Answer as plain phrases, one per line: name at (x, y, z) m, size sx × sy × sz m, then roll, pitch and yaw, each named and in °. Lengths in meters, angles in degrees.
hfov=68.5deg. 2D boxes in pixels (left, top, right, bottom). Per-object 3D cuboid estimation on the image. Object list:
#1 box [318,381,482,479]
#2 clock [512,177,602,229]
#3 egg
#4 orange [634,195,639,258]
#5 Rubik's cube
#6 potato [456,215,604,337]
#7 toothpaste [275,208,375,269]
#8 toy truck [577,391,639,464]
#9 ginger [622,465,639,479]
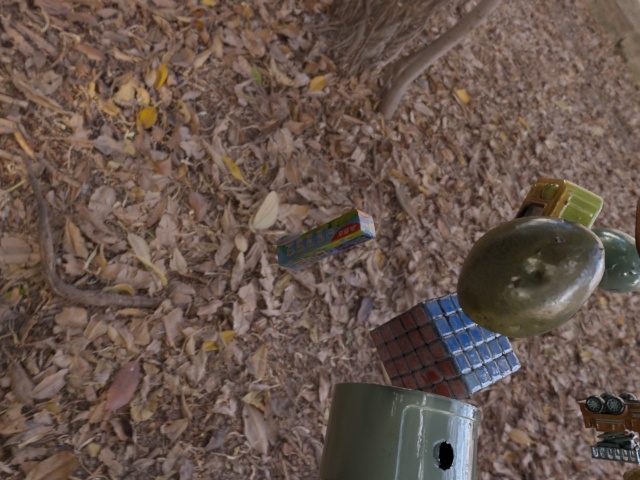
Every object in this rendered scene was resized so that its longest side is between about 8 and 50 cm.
box at (0.118, 0.312, 0.698) m, size 0.226 × 0.226 × 0.149 m, roll 25°, pitch 62°, yaw -29°
clock at (0.432, -0.015, 0.912) m, size 0.096 × 0.202 × 0.143 m, roll 24°, pitch 9°, yaw -5°
egg at (0.834, 0.056, 1.352) m, size 0.169 × 0.169 × 0.236 m, roll 40°, pitch 18°, yaw -18°
orange at (0.332, -0.010, 0.361) m, size 0.134 × 0.155 × 0.154 m, roll -5°, pitch 72°, yaw -63°
Rubik's cube at (0.313, 0.273, 1.196) m, size 0.237 × 0.238 × 0.237 m, roll -10°, pitch 70°, yaw -37°
potato at (0.332, 0.057, 0.756) m, size 0.178 × 0.235 × 0.160 m, roll 44°, pitch 34°, yaw -24°
toothpaste at (0.000, 0.000, 0.855) m, size 0.070 × 0.193 × 0.044 m, roll 19°, pitch 55°, yaw -48°
toy truck at (0.573, 0.334, 0.839) m, size 0.080 × 0.178 × 0.115 m, roll 8°, pitch 72°, yaw -38°
ginger at (0.700, 0.624, 0.972) m, size 0.354 × 0.190 × 0.126 m, roll -40°, pitch 127°, yaw -36°
